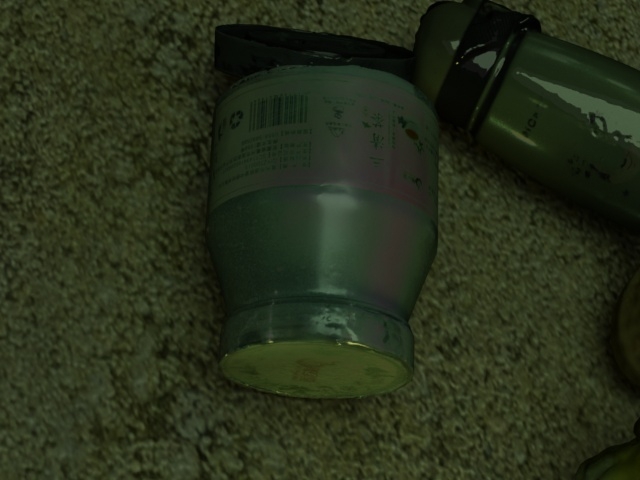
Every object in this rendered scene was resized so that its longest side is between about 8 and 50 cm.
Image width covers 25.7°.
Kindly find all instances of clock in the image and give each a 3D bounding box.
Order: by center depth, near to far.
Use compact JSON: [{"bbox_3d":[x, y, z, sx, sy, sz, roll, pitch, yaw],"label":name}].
[{"bbox_3d":[-0.008,-0.198,1.543,0.226,0.226,0.049,7,104,-9],"label":"clock"}]

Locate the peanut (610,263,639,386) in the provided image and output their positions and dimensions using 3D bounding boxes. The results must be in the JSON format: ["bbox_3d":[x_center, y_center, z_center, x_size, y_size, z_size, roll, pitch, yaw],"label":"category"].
[{"bbox_3d":[0.426,0.028,1.517,0.147,0.147,0.305,28,93,1],"label":"peanut"}]

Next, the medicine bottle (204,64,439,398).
[{"bbox_3d":[0.000,0.000,1.432,0.245,0.245,0.289,6,69,-10],"label":"medicine bottle"}]

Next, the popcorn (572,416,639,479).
[{"bbox_3d":[0.415,0.289,1.361,0.312,0.312,0.312,5,65,-10],"label":"popcorn"}]

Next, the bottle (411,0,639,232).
[{"bbox_3d":[0.258,-0.154,1.599,0.347,0.168,0.168,28,63,4],"label":"bottle"}]
